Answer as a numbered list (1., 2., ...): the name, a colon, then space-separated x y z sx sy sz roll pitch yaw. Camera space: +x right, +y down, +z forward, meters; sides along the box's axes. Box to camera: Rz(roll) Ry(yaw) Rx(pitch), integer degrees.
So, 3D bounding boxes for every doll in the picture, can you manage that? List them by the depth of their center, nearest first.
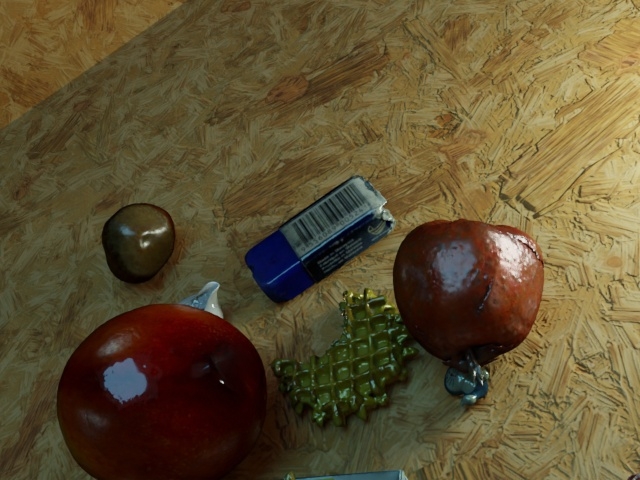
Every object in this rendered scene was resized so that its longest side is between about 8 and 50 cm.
1. doll: 0.256 0.255 1.369 0.083 0.050 0.076 25 83 41

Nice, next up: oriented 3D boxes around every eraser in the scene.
1. eraser: 0.000 0.000 1.712 0.332 0.101 0.155 -36 45 0

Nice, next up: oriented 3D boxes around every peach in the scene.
1. peach: -0.278 0.295 1.436 0.388 0.388 0.388 -17 46 18

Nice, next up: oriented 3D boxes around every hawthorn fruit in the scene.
1. hawthorn fruit: 0.257 0.109 1.347 0.276 0.276 0.307 -9 53 24

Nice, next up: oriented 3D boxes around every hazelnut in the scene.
1. hazelnut: -0.467 0.000 1.933 0.210 0.186 0.210 -9 66 21

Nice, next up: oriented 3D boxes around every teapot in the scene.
1. teapot: -0.290 0.197 1.717 0.226 0.092 0.145 -47 42 -12

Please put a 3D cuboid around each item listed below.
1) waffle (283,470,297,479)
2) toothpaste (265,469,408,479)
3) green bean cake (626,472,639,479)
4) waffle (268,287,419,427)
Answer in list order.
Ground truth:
1. waffle: -0.034 0.515 1.228 0.245 0.052 0.254 32 86 35
2. toothpaste: 0.006 0.451 1.318 0.313 0.089 0.071 -12 43 22
3. green bean cake: 0.489 0.407 1.090 0.135 0.056 0.136 9 58 37
4. waffle: 0.053 0.228 1.503 0.293 0.069 0.260 -47 43 -11
